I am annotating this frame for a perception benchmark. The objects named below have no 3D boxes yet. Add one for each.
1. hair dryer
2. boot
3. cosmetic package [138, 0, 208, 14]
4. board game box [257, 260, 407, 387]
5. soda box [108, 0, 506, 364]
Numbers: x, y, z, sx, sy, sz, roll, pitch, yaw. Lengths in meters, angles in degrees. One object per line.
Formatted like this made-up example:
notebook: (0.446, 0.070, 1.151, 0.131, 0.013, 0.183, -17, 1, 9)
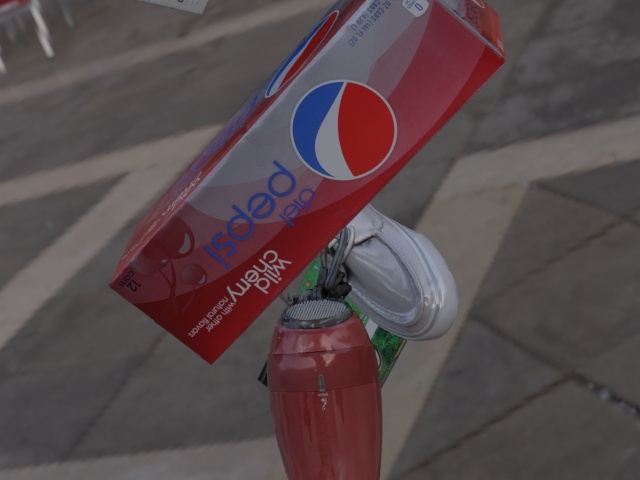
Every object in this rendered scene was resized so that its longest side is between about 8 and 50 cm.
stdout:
hair dryer: (0.015, 0.091, 1.067, 0.080, 0.223, 0.293, -5, 66, 12)
boot: (0.000, 0.000, 1.261, 0.123, 0.095, 0.258, 2, 32, -45)
cosmetic package: (-0.245, -0.422, 1.815, 0.225, 0.138, 0.224, 10, 43, -23)
board game box: (0.026, 0.105, 1.619, 0.136, 0.259, 0.030, 37, 40, 15)
soda box: (-0.010, -0.052, 0.851, 0.263, 0.083, 0.092, -46, 14, 22)
